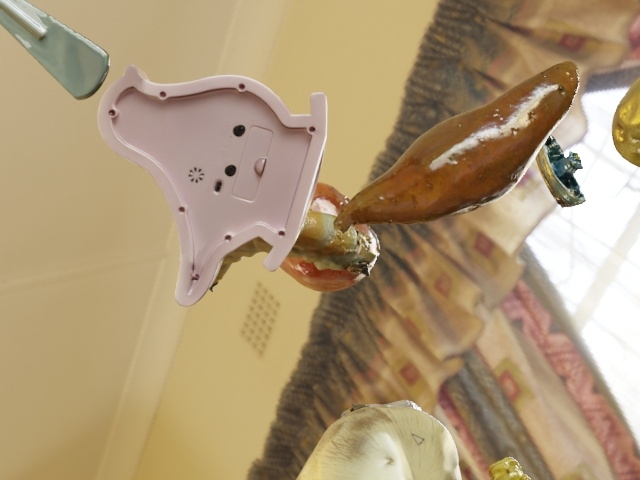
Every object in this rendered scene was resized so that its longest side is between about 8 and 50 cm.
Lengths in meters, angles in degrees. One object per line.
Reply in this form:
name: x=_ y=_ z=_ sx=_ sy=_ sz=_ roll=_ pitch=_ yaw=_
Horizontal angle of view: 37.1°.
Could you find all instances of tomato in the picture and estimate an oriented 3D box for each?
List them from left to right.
tomato: x=-0.001 y=0.000 z=1.876 sx=0.188 sy=0.232 sz=0.232 roll=-41 pitch=-32 yaw=7

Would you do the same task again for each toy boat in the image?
toy boat: x=0.390 y=-0.113 z=1.529 sx=0.060 sy=0.137 sz=0.061 roll=13 pitch=-38 yaw=-39

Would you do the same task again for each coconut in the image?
coconut: x=0.077 y=0.305 z=1.194 sx=0.224 sy=0.224 sz=0.224 roll=-30 pitch=-36 yaw=-24

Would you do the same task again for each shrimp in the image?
shrimp: x=-0.076 y=0.017 z=1.422 sx=0.287 sy=0.068 sz=0.185 roll=-17 pitch=-34 yaw=14

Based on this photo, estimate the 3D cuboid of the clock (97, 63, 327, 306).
clock: x=-0.147 y=-0.066 z=1.185 sx=0.080 sy=0.275 sz=0.290 roll=-76 pitch=-1 yaw=-86

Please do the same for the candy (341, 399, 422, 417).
candy: x=0.124 y=0.371 z=1.688 sx=0.137 sy=0.184 sz=0.195 roll=-12 pitch=-19 yaw=11

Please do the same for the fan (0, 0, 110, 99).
fan: x=-0.326 y=-0.237 z=0.937 sx=0.057 sy=0.282 sz=0.023 roll=-54 pitch=-3 yaw=12

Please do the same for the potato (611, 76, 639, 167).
potato: x=0.526 y=-0.193 z=1.333 sx=0.228 sy=0.148 sz=0.197 roll=-24 pitch=-13 yaw=-14

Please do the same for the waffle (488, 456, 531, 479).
waffle: x=0.285 y=0.400 z=1.209 sx=0.056 sy=0.249 sz=0.253 roll=-24 pitch=-44 yaw=-2

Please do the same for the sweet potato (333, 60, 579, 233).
sweet potato: x=0.175 y=-0.093 z=1.114 sx=0.359 sy=0.112 sz=0.112 roll=-28 pitch=-35 yaw=-8
